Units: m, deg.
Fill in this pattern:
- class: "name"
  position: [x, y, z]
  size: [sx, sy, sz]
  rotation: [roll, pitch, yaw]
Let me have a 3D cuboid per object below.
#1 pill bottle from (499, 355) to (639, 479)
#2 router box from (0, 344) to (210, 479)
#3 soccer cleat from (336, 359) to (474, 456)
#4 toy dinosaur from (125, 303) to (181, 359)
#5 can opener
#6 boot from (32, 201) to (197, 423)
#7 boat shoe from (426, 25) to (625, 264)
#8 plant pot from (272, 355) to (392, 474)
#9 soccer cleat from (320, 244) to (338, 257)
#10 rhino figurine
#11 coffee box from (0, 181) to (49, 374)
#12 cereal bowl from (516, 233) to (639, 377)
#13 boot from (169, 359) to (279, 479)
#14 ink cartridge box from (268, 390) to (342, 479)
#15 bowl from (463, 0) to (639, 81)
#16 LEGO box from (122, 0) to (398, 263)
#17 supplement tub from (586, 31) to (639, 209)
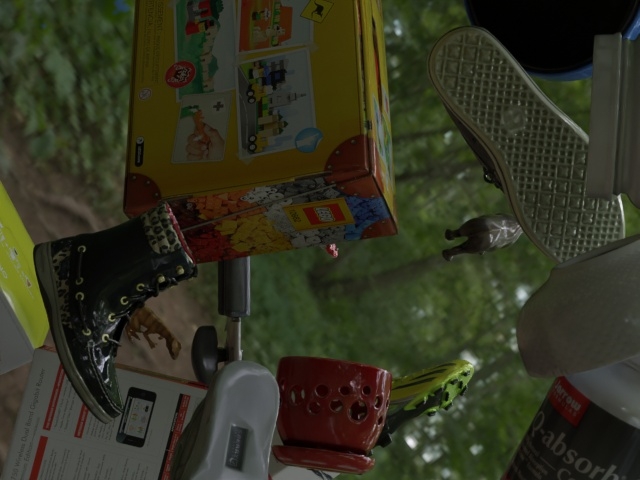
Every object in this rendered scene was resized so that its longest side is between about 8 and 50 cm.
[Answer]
- class: "pill bottle"
  position: [0.425, 0.293, 1.633]
  size: [0.210, 0.363, 0.210]
  rotation: [23, 14, -6]
- class: "router box"
  position: [-0.348, 0.365, 1.752]
  size: [0.301, 0.335, 0.082]
  rotation: [15, -3, -3]
- class: "soccer cleat"
  position: [0.147, 0.279, 1.981]
  size: [0.121, 0.289, 0.093]
  rotation: [49, -21, 38]
- class: "toy dinosaur"
  position: [-0.302, 0.110, 1.752]
  size: [0.211, 0.064, 0.112]
  rotation: [36, -25, -1]
- class: "can opener"
  position: [-0.171, 0.108, 1.869]
  size: [0.076, 0.095, 0.283]
  rotation: [178, -88, -68]
- class: "boot"
  position: [-0.227, 0.078, 1.291]
  size: [0.085, 0.178, 0.236]
  rotation: [69, -2, -71]
- class: "boat shoe"
  position: [0.364, -0.162, 1.916]
  size: [0.500, 0.187, 0.156]
  rotation: [52, 9, -6]
- class: "plant pot"
  position: [0.014, 0.285, 1.769]
  size: [0.191, 0.174, 0.191]
  rotation: [7, -15, 2]
- class: "soccer cleat"
  position: [0.000, 0.000, 1.991]
  size: [0.083, 0.035, 0.029]
  rotation: [53, 29, -1]
- class: "rhino figurine"
  position: [0.343, -0.017, 2.125]
  size: [0.106, 0.243, 0.073]
  rotation: [-25, -99, 45]
- class: "coffee box"
  position: [-0.742, 0.089, 2.116]
  size: [0.338, 0.334, 0.338]
  rotation: [-108, 174, -73]
- class: "cereal bowl"
  position: [0.442, 0.080, 1.624]
  size: [0.141, 0.339, 0.339]
  rotation: [68, -15, 1]
- class: "boot"
  position: [-0.104, 0.245, 1.036]
  size: [0.095, 0.258, 0.123]
  rotation: [24, -44, -8]
- class: "ink cartridge box"
  position: [-0.051, 0.396, 2.077]
  size: [0.100, 0.237, 0.172]
  rotation: [62, -10, -32]
- class: "bowl"
  position: [0.432, -0.483, 1.981]
  size: [0.391, 0.077, 0.391]
  rotation: [9, -74, 34]
- class: "LEGO box"
  position: [-0.089, -0.243, 1.698]
  size: [0.193, 0.372, 0.500]
  rotation: [61, 24, -60]
- class: "supplement tub"
  position: [0.496, -0.146, 1.320]
  size: [0.331, 0.241, 0.241]
  rotation: [3, -35, 14]
